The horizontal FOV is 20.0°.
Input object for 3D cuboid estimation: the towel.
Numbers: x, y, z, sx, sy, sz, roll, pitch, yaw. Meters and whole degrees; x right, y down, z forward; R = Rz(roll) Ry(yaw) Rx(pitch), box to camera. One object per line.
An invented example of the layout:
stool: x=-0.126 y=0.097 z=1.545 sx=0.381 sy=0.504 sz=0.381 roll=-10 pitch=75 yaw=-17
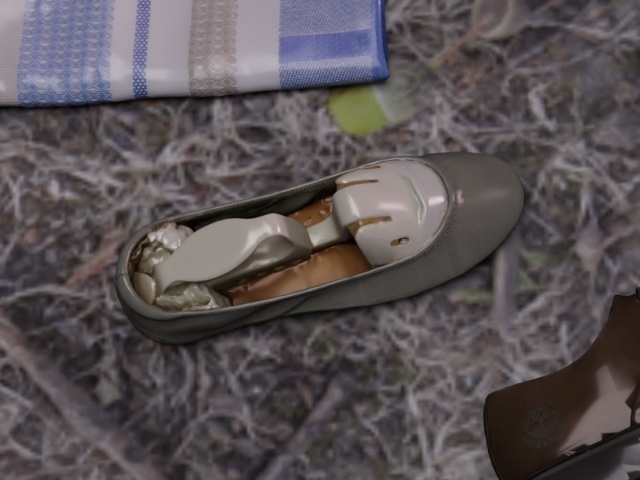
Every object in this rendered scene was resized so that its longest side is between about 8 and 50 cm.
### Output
towel: x=-0.104 y=-0.175 z=1.002 sx=0.285 sy=0.034 sz=0.209 roll=-2 pitch=71 yaw=7

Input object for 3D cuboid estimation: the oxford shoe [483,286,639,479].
oxford shoe: x=0.181 y=0.053 z=0.857 sx=0.227 sy=0.083 sz=0.096 roll=-23 pitch=65 yaw=-2

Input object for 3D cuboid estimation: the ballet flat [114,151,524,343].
ballet flat: x=0.000 y=0.000 z=0.906 sx=0.213 sy=0.068 sz=0.072 roll=-17 pitch=69 yaw=1
